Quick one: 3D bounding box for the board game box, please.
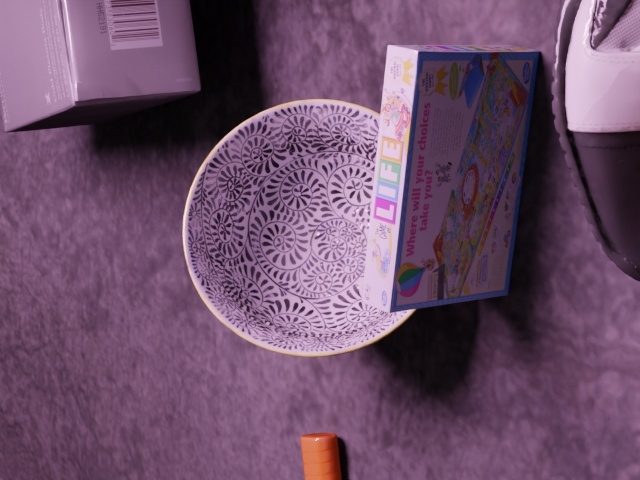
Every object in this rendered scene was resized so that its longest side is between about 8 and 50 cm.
[{"bbox_3d":[0.078,-0.039,0.922,0.026,0.103,0.154,20,109,46],"label":"board game box"}]

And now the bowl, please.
[{"bbox_3d":[0.000,0.000,1.014,0.080,0.170,0.170,66,-177,-74],"label":"bowl"}]

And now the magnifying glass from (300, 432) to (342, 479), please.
[{"bbox_3d":[0.010,0.253,1.100,0.092,0.026,0.231,-4,91,50],"label":"magnifying glass"}]

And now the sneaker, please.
[{"bbox_3d":[0.205,-0.132,0.747,0.146,0.122,0.331,14,106,50],"label":"sneaker"}]

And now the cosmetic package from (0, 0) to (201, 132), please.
[{"bbox_3d":[-0.177,-0.154,1.160,0.238,0.107,0.127,-7,92,64],"label":"cosmetic package"}]
